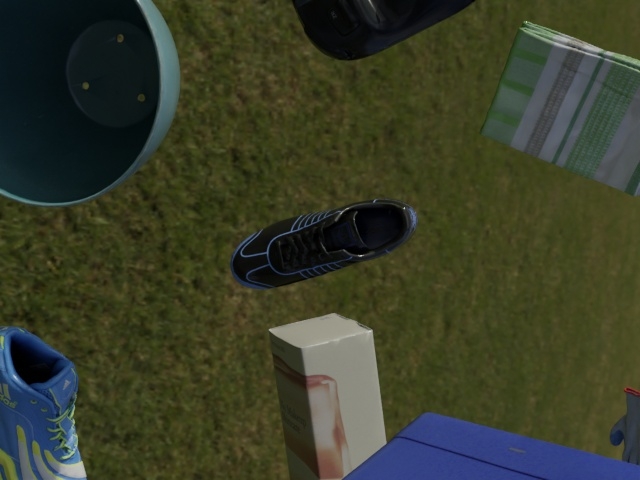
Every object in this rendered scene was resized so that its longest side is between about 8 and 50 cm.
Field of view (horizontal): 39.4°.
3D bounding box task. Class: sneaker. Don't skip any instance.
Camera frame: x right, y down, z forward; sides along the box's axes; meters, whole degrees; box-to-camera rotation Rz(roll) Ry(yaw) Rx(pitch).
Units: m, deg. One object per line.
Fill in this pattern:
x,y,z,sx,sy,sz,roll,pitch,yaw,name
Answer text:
0.000,0.000,1.047,0.090,0.232,0.081,43,29,-85,sneaker
-0.284,0.183,0.891,0.240,0.126,0.091,62,40,-19,sneaker

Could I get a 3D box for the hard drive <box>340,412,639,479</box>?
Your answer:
0.014,0.207,0.459,0.319,0.210,0.040,-32,107,-29,hard drive

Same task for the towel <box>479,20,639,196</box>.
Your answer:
0.223,-0.109,0.761,0.023,0.152,0.113,-52,162,-57,towel

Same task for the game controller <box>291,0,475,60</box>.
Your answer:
0.016,-0.309,0.717,0.067,0.166,0.319,30,38,-81,game controller

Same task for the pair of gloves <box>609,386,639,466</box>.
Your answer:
0.469,0.293,1.230,0.023,0.198,0.159,-16,109,-22,pair of gloves

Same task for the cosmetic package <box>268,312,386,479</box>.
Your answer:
0.016,0.284,1.450,0.129,0.153,0.296,-11,99,-22,cosmetic package

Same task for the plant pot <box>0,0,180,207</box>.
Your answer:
-0.286,-0.198,1.069,0.195,0.290,0.290,-40,134,-72,plant pot
